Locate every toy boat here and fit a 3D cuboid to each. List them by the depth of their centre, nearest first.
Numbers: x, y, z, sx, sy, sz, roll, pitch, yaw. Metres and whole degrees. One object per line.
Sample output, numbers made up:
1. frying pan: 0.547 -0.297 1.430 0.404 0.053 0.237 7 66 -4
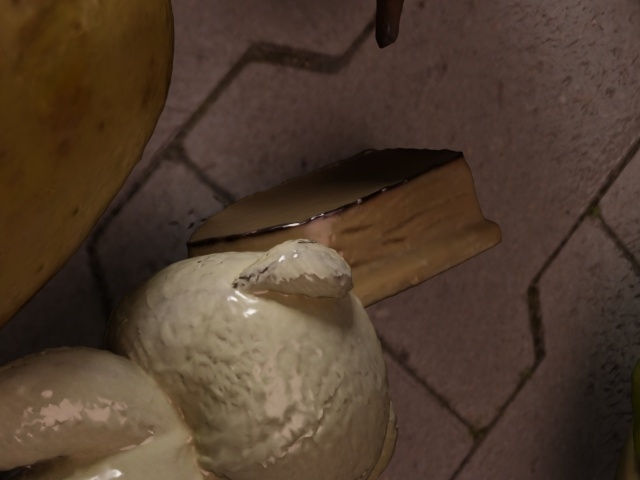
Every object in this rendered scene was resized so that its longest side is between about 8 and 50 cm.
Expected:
1. toy boat: 0.000 0.000 0.657 0.188 0.116 0.061 -24 109 -27

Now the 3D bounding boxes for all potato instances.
1. potato: -0.171 -0.094 0.476 0.242 0.242 0.285 -40 126 -17

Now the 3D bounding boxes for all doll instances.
1. doll: -0.093 0.118 0.532 0.278 0.149 0.175 -41 141 -21

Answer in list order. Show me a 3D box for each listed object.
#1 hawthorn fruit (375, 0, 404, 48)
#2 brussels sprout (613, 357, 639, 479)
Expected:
1. hawthorn fruit: 0.044 -0.223 0.576 0.215 0.215 0.249 -6 104 -30
2. brussels sprout: 0.358 0.134 0.805 0.344 0.344 0.268 -41 82 -16
